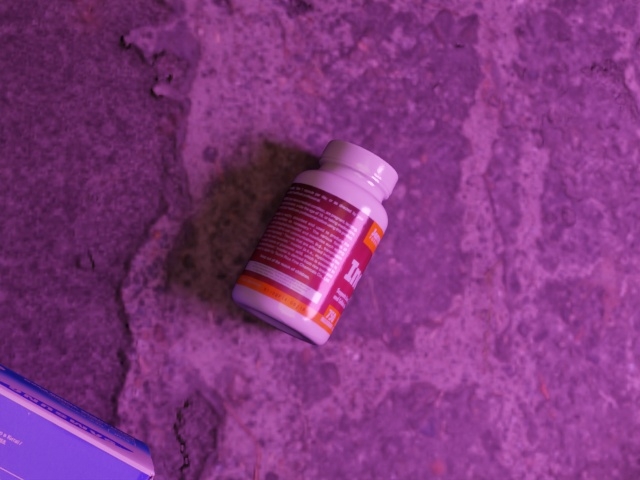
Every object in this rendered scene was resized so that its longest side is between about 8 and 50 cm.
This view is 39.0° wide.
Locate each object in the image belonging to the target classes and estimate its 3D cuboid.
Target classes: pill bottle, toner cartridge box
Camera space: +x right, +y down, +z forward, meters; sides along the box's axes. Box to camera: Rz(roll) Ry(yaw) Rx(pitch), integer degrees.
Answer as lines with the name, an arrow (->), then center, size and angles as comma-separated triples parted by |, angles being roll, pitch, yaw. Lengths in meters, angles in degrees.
pill bottle -> 0.000, 0.000, 0.722 | 0.086, 0.086, 0.152 | 30, 80, -7
toner cartridge box -> -0.283, 0.096, 0.614 | 0.348, 0.165, 0.075 | 31, 79, -8
